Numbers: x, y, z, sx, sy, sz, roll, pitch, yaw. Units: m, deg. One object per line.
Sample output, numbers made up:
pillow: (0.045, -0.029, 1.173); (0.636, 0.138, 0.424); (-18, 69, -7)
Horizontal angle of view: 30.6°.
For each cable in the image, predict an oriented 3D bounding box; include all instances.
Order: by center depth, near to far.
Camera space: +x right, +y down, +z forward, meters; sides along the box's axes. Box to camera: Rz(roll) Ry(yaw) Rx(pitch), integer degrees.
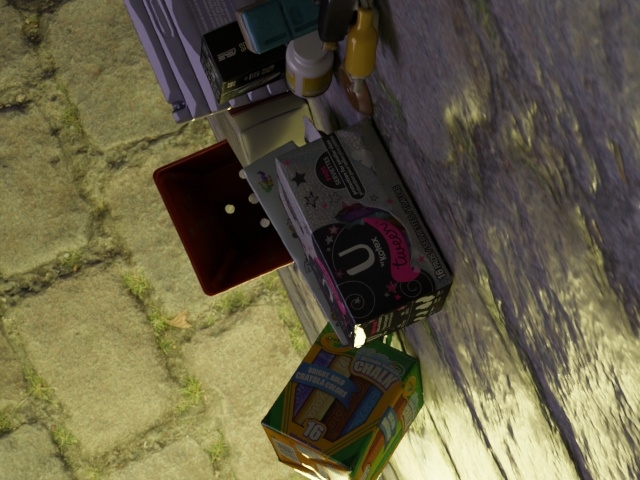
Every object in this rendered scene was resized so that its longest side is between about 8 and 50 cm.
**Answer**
cable: (0.042, -0.281, 1.192); (0.287, 0.072, 0.139); (110, 154, -62)

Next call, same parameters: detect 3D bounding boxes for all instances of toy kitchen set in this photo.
toy kitchen set: (-0.046, -0.320, 1.307); (0.166, 0.122, 0.207); (-134, 21, -69)

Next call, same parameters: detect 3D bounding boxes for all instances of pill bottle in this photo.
pill bottle: (-0.014, -0.238, 1.560); (0.116, 0.065, 0.065); (97, 148, -76)

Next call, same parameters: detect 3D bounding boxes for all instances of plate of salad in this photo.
plate of salad: (0.029, -0.101, 1.746); (0.200, 0.048, 0.200); (62, 175, 9)

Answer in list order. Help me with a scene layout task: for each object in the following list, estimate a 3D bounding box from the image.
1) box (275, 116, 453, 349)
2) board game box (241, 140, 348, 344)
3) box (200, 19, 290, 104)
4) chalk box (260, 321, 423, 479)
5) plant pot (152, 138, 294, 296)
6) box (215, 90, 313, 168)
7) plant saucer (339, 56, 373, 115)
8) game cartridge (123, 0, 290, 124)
box: (0.051, -0.005, 1.532); (0.163, 0.142, 0.247); (89, 155, -73)
board game box: (0.000, 0.000, 1.821); (0.303, 0.097, 0.224); (60, -177, -1)
box: (-0.092, -0.271, 1.687); (0.180, 0.147, 0.077); (156, 90, -82)
chalk box: (0.061, 0.267, 1.995); (0.179, 0.289, 0.180); (25, 156, 23)
plant pot: (-0.144, -0.075, 2.332); (0.236, 0.267, 0.267); (-74, -39, -82)
box: (-0.102, -0.213, 2.015); (0.232, 0.127, 0.148); (-122, 12, -46)
plant saucer: (0.043, -0.194, 1.492); (0.083, 0.015, 0.083); (156, 90, -83)
game cartridge: (-0.192, -0.375, 1.831); (0.355, 0.230, 0.068); (68, -156, -16)
